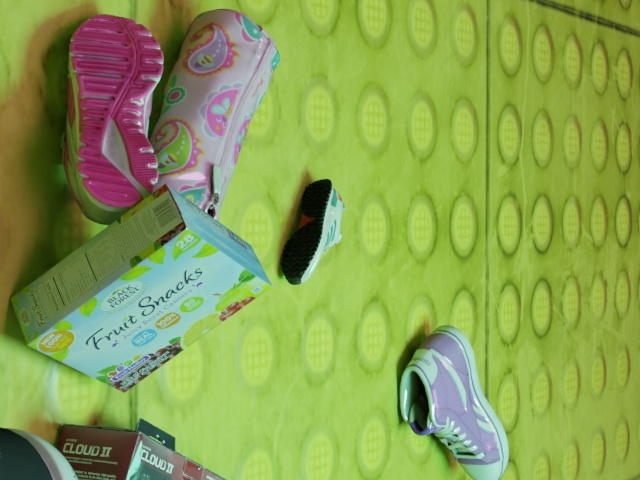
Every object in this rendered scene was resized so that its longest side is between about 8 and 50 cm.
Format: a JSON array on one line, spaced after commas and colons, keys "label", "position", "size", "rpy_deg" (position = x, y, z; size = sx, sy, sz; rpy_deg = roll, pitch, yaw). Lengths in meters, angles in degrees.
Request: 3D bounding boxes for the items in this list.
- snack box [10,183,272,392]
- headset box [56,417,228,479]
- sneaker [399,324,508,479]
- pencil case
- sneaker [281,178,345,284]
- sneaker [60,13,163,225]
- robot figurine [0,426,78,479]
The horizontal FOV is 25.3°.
[{"label": "snack box", "position": [-0.183, 0.054, 1.473], "size": [0.174, 0.207, 0.070], "rpy_deg": [40, 17, -54]}, {"label": "headset box", "position": [-0.205, 0.341, 1.526], "size": [0.218, 0.110, 0.293], "rpy_deg": [42, 56, -53]}, {"label": "sneaker", "position": [0.196, 0.292, 2.242], "size": [0.161, 0.102, 0.282], "rpy_deg": [-44, 117, -46]}, {"label": "pencil case", "position": [-0.134, -0.123, 1.630], "size": [0.124, 0.124, 0.284], "rpy_deg": [51, 47, -48]}, {"label": "sneaker", "position": [0.000, 0.000, 1.923], "size": [0.075, 0.057, 0.161], "rpy_deg": [47, 48, -43]}, {"label": "sneaker", "position": [-0.228, -0.124, 1.501], "size": [0.103, 0.111, 0.252], "rpy_deg": [11, 58, -18]}, {"label": "robot figurine", "position": [-0.333, 0.247, 1.249], "size": [0.278, 0.174, 0.209], "rpy_deg": [14, 89, -59]}]
